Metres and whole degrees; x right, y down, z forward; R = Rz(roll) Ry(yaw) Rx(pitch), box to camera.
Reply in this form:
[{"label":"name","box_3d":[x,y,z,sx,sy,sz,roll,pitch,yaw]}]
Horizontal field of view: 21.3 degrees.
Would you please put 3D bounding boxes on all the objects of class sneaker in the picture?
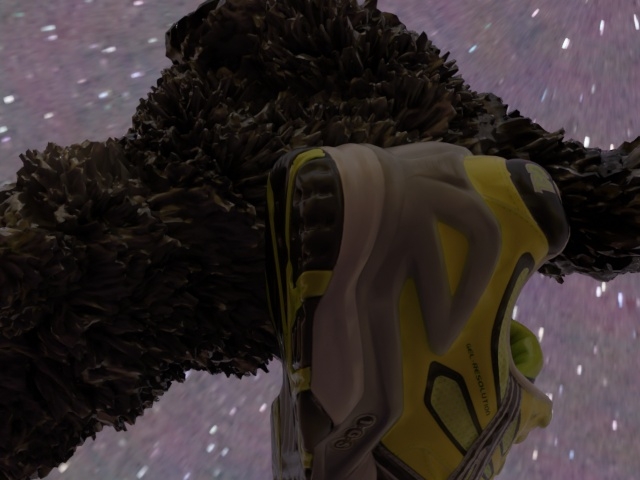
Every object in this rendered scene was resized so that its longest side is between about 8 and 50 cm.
[{"label":"sneaker","box_3d":[0.050,0.115,0.915,0.147,0.145,0.384,-6,-46,-9]}]

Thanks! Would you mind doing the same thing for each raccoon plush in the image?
[{"label":"raccoon plush","box_3d":[0.000,0.000,0.912,0.446,0.299,0.216,-4,-61,30]}]
